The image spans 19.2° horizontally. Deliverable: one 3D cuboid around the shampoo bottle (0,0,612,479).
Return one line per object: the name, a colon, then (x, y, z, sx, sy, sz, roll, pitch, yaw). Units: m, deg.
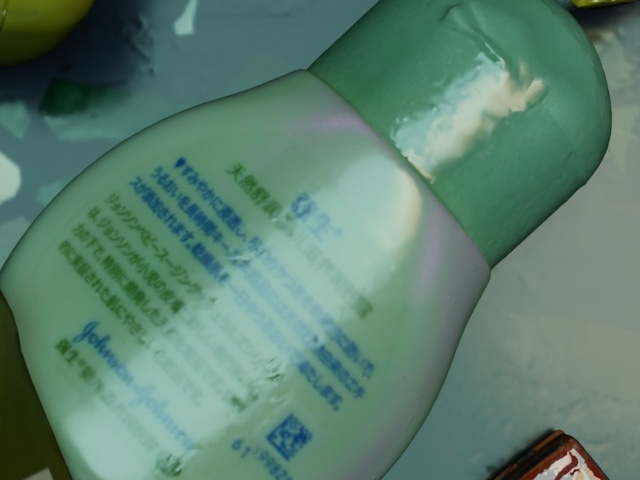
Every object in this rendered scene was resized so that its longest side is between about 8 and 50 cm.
shampoo bottle: (0.000, 0.000, 0.979, 0.349, 0.151, 0.222, -43, 80, -2)

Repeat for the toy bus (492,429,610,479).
toy bus: (0.169, 0.191, 1.002, 0.065, 0.077, 0.192, -39, 86, -1)

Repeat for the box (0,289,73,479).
box: (-0.277, 0.258, 0.897, 0.420, 0.138, 0.373, -23, 87, 21)

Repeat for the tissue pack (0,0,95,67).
tissue pack: (-0.175, -0.151, 0.976, 0.127, 0.178, 0.123, 6, 86, -18)

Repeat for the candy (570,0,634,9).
candy: (0.148, -0.274, 1.037, 0.187, 0.081, 0.297, -28, 76, -2)
